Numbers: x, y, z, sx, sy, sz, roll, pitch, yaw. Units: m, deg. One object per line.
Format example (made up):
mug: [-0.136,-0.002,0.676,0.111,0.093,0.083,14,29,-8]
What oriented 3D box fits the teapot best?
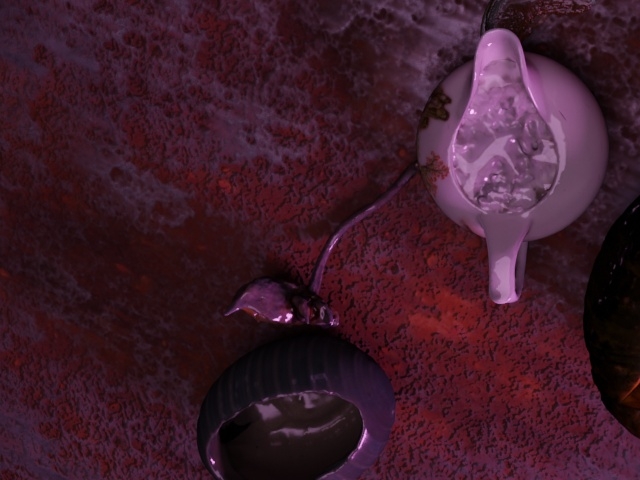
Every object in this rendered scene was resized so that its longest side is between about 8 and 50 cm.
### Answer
teapot: [0.201,-0.084,1.477,0.204,0.139,0.298,-4,107,16]

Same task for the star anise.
star anise: [0.000,0.000,1.597,0.218,0.148,0.227,14,85,47]

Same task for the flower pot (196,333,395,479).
flower pot: [-0.029,0.208,1.639,0.243,0.157,0.189,-20,100,23]

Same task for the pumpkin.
pumpkin: [0.425,0.088,1.436,0.320,0.192,0.321,4,106,15]

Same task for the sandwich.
sandwich: [0.221,-0.249,1.471,0.135,0.029,0.067,-26,99,24]
